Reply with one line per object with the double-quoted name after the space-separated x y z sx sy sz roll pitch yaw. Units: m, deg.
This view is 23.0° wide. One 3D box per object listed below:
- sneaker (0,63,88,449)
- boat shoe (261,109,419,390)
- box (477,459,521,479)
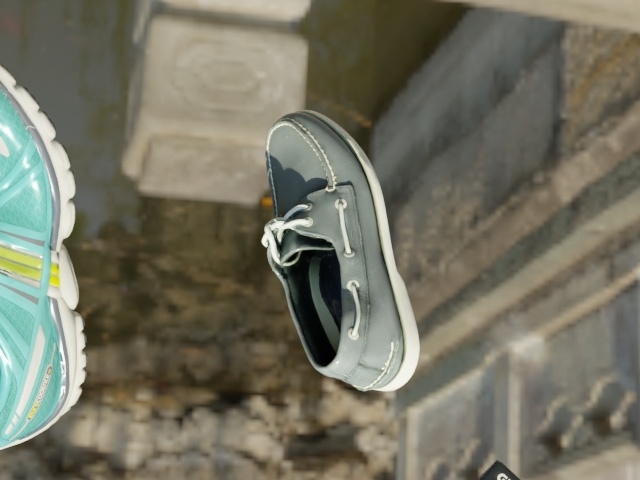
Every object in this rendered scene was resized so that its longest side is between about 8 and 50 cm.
-0.223 0.007 1.029 0.107 0.275 0.110 0 -164 34 "sneaker"
0.000 0.000 1.540 0.099 0.319 0.116 5 145 -40 "boat shoe"
0.259 0.349 1.709 0.220 0.051 0.175 42 169 22 "box"
